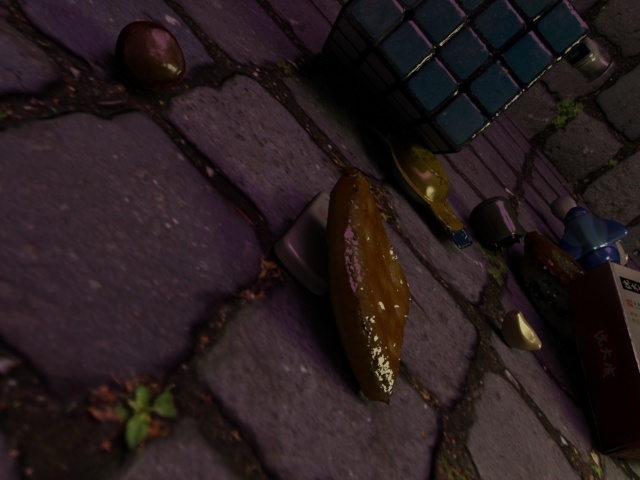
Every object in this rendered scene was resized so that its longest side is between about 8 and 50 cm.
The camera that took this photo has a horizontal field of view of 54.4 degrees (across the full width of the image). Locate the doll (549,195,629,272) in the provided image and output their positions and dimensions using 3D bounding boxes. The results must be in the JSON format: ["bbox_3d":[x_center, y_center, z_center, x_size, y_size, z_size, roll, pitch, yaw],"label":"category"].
[{"bbox_3d":[0.815,0.024,1.824,0.376,0.187,0.366,37,16,16],"label":"doll"}]

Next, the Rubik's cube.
[{"bbox_3d":[0.246,-0.401,1.242,0.337,0.344,0.344,46,2,-8],"label":"Rubik's cube"}]

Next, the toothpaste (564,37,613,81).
[{"bbox_3d":[0.473,-0.430,1.252,0.266,0.061,0.096,42,4,-5],"label":"toothpaste"}]

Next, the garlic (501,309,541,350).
[{"bbox_3d":[0.346,0.160,1.093,0.083,0.053,0.041,57,41,-14],"label":"garlic"}]

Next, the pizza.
[{"bbox_3d":[0.057,0.053,0.760,0.197,0.058,0.292,26,53,-61],"label":"pizza"}]

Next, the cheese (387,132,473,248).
[{"bbox_3d":[0.213,-0.101,1.216,0.270,0.069,0.177,58,28,12],"label":"cheese"}]

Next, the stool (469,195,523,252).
[{"bbox_3d":[0.388,-0.035,1.368,0.096,0.096,0.110,11,51,-51],"label":"stool"}]

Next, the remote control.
[{"bbox_3d":[0.000,0.000,0.809,0.087,0.029,0.190,45,27,-7],"label":"remote control"}]

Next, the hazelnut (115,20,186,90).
[{"bbox_3d":[-0.206,-0.220,0.744,0.086,0.086,0.086,36,30,-25],"label":"hazelnut"}]

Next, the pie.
[{"bbox_3d":[0.581,0.129,1.433,0.354,0.103,0.288,53,27,14],"label":"pie"}]

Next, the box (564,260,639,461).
[{"bbox_3d":[0.693,0.258,1.225,0.385,0.122,0.344,17,54,-24],"label":"box"}]
